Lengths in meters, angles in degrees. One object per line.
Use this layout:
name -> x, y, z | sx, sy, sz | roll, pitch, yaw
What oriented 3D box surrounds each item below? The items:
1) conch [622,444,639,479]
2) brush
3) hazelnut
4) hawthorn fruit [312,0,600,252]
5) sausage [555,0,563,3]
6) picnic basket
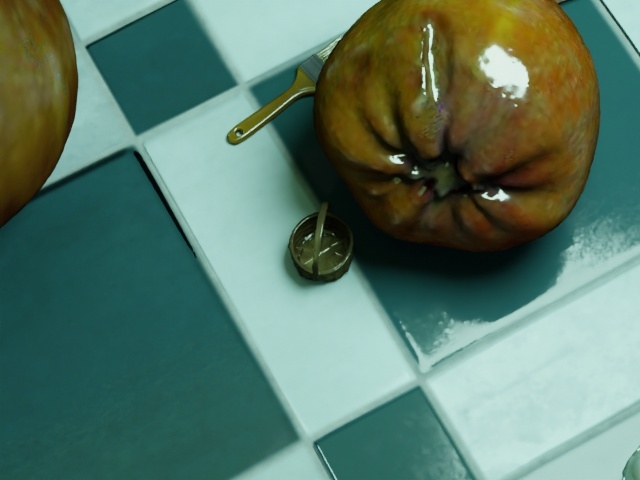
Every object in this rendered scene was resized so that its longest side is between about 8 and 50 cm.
conch -> 0.362, 0.293, 1.428 | 0.220, 0.195, 0.277 | 14, 66, 2
brush -> -0.029, -0.154, 1.728 | 0.170, 0.014, 0.043 | -37, 70, -11
hazelnut -> -0.396, -0.172, 1.580 | 0.366, 0.366, 0.366 | -1, 68, 2
hawthorn fruit -> 0.142, -0.144, 1.594 | 0.277, 0.277, 0.298 | 18, 43, 10
sausage -> 0.259, -0.271, 1.749 | 0.147, 0.035, 0.030 | -20, 49, -7
picnic basket -> 0.000, 0.000, 1.626 | 0.072, 0.083, 0.072 | -1, 69, 2
